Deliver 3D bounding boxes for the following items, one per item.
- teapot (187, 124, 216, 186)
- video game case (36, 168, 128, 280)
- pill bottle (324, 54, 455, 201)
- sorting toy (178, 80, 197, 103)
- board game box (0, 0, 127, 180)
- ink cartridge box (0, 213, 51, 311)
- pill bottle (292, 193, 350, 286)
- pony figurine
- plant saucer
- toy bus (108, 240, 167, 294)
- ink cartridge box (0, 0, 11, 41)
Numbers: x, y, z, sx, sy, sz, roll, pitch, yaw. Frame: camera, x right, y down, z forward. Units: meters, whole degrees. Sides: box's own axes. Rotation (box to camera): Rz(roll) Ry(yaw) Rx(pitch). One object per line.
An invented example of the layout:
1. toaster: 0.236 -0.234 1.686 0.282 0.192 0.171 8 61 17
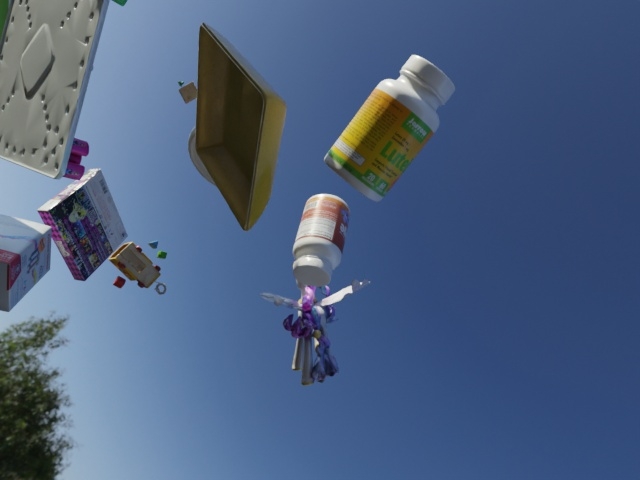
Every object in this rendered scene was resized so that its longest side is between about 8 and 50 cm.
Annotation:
1. teapot: -0.253 -0.287 1.354 0.256 0.187 0.253 -4 -50 36
2. video game case: -0.632 -0.044 1.236 0.041 0.210 0.232 5 -51 14
3. pill bottle: 0.130 -0.206 0.841 0.136 0.136 0.246 44 -76 28
4. sorting toy: -0.458 -0.522 1.572 0.062 0.012 0.083 -28 -90 8
5. board game box: -0.516 -0.332 0.864 0.390 0.050 0.390 18 -87 35
6. ink cartridge box: -0.689 0.042 0.987 0.176 0.127 0.128 -95 -158 -62
7. pill bottle: 0.000 0.000 1.126 0.121 0.216 0.121 9 -36 7
8. pony figurine: -0.027 0.220 1.333 0.351 0.302 0.364 167 -81 -79
9. plant saucer: -0.176 -0.246 0.992 0.333 0.081 0.333 53 -37 34
10. toy bus: -0.683 0.102 1.690 0.104 0.191 0.202 -6 -98 47
11. ink cartridge box: -0.737 -0.504 1.045 0.255 0.097 0.189 5 -86 9
